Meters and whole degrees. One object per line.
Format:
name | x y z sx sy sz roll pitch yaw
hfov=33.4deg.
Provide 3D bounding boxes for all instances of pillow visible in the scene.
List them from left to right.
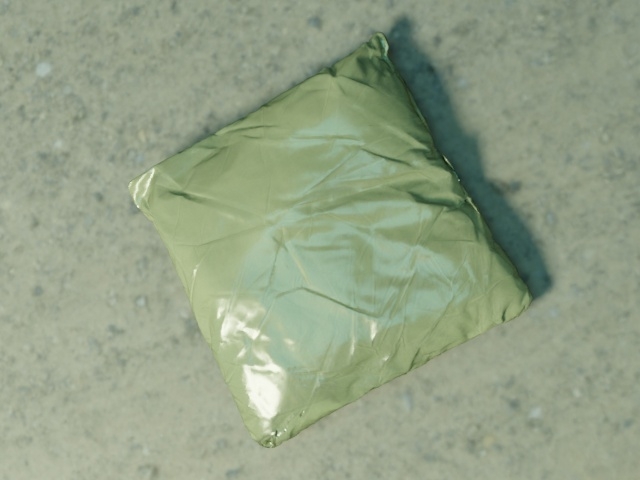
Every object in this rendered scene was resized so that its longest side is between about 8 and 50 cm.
pillow | -0.002 -0.001 0.929 0.274 0.076 0.280 -30 77 10
